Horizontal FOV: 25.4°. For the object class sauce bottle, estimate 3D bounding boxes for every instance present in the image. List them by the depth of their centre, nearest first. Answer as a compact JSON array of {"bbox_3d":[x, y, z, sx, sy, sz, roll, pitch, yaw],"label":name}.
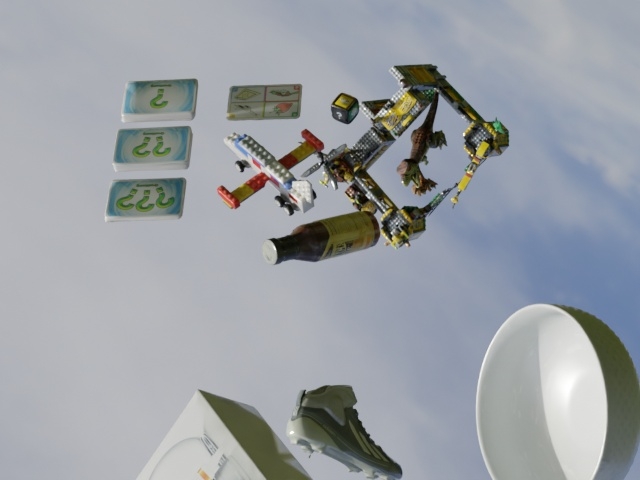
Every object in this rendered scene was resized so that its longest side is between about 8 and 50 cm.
[{"bbox_3d":[0.000,0.000,1.400,0.128,0.042,0.042,-14,-134,-34],"label":"sauce bottle"}]

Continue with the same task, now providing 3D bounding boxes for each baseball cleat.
[{"bbox_3d":[0.046,0.255,1.891,0.072,0.109,0.206,0,157,46],"label":"baseball cleat"}]

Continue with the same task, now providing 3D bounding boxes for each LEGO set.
[{"bbox_3d":[-0.086,-0.103,1.392,0.244,0.060,0.182,-1,-128,5],"label":"LEGO set"},{"bbox_3d":[0.137,-0.143,2.394,0.255,0.331,0.192,57,-153,10],"label":"LEGO set"}]

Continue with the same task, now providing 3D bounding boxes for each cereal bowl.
[{"bbox_3d":[0.401,0.273,2.279,0.141,0.339,0.339,7,-149,-29],"label":"cereal bowl"}]

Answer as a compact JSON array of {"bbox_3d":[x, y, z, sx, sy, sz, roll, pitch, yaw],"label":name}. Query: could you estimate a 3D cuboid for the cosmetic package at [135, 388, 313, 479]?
[{"bbox_3d":[-0.089,0.375,1.429,0.097,0.284,0.377,23,-165,-43],"label":"cosmetic package"}]
